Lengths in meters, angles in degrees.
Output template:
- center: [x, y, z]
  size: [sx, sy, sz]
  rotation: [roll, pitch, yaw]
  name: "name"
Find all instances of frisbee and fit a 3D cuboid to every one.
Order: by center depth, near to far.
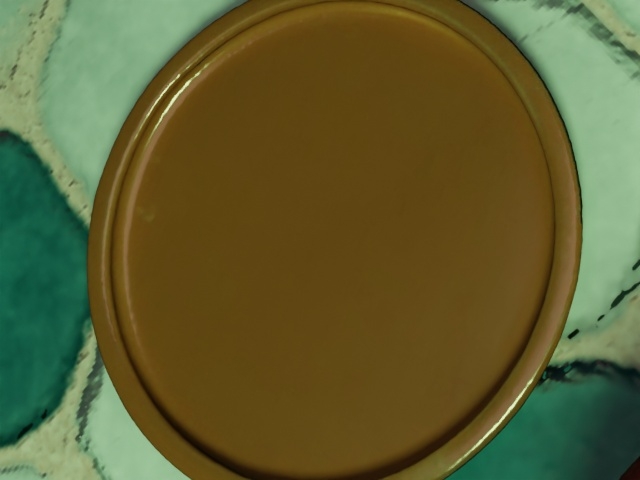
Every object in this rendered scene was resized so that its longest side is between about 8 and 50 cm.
- center: [0.000, 0.000, 0.684]
  size: [0.251, 0.021, 0.251]
  rotation: [-5, 80, 27]
  name: "frisbee"

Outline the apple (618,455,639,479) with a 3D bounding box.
- center: [0.163, 0.134, 0.523]
  size: [0.153, 0.120, 0.153]
  rotation: [-3, 84, 31]
  name: "apple"
